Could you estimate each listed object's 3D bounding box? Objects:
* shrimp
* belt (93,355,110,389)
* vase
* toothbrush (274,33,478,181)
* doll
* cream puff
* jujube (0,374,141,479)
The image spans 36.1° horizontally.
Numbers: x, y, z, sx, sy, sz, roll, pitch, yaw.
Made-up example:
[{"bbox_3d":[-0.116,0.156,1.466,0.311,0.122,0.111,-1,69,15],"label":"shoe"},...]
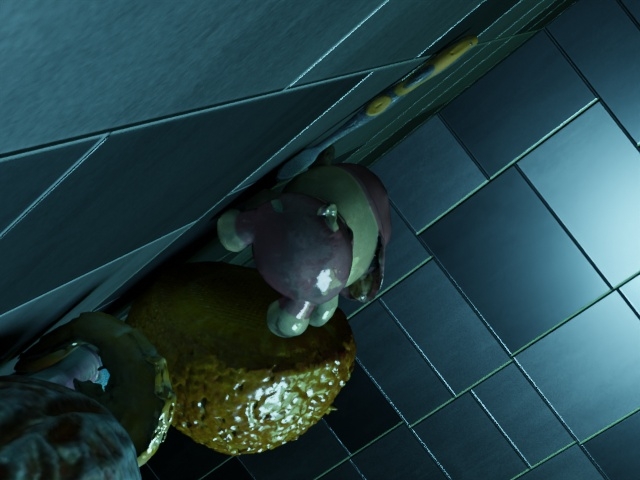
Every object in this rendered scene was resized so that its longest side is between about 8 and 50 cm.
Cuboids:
[{"bbox_3d":[-0.252,0.159,0.963,0.253,0.173,0.058,-8,170,24],"label":"shrimp"},{"bbox_3d":[-0.485,0.311,1.744,0.302,0.072,0.087,-37,177,-41],"label":"belt"},{"bbox_3d":[-0.336,0.188,1.206,0.086,0.086,0.214,-38,-176,15],"label":"vase"},{"bbox_3d":[0.072,-0.162,1.165,0.321,0.023,0.031,-37,-174,-17],"label":"toothbrush"},{"bbox_3d":[-0.003,-0.001,1.192,0.152,0.196,0.256,8,-159,24],"label":"doll"},{"bbox_3d":[-0.112,0.156,1.262,0.303,0.303,0.212,-37,142,-59],"label":"cream puff"},{"bbox_3d":[-0.285,0.233,0.773,0.246,0.215,0.308,-56,170,8],"label":"jujube"}]
